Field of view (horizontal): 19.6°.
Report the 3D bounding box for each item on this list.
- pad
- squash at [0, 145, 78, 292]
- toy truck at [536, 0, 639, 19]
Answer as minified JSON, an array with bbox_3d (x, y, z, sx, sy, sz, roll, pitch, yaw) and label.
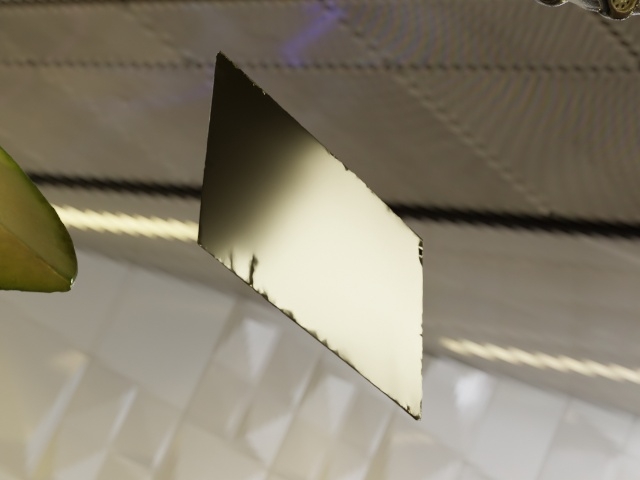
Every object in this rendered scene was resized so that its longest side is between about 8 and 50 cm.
[{"bbox_3d":[0.000,0.000,1.240,0.004,0.163,0.243,-23,-45,29],"label":"pad"},{"bbox_3d":[-0.295,-0.087,1.261,0.289,0.203,0.111,7,18,6],"label":"squash"},{"bbox_3d":[0.157,-0.242,1.397,0.242,0.125,0.101,8,8,-33],"label":"toy truck"}]
